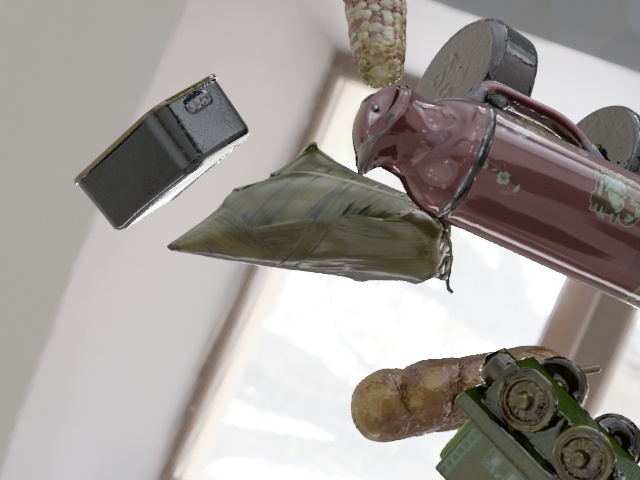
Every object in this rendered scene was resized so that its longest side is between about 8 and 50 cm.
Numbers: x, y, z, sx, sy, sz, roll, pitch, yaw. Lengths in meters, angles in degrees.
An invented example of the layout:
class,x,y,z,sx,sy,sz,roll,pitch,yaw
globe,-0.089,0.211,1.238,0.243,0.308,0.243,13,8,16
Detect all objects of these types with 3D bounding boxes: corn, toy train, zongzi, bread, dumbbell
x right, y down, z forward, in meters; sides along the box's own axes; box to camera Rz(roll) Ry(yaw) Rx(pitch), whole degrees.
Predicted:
class,x,y,z,sx,sy,sz,roll,pitch,yaw
corn,0.056,-0.270,1.528,0.079,0.080,0.237,70,-167,-58
toy train,0.188,0.192,1.100,0.137,0.225,0.090,-52,-23,22
zongzi,0.002,0.002,1.279,0.204,0.205,0.094,-24,-50,-46
bread,0.197,0.184,1.800,0.344,0.084,0.124,-9,-22,-18
dumbbell,0.300,-0.143,1.960,0.322,0.204,0.203,29,-96,-24

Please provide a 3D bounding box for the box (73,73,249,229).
class,x,y,z,sx,sy,sz,roll,pitch,yaw
box,-0.192,-0.103,1.746,0.201,0.090,0.144,-35,2,39

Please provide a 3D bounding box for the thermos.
class,x,y,z,sx,sy,sz,roll,pitch,yaw
thermos,0.184,-0.054,1.227,0.136,0.330,0.109,-67,12,-1
